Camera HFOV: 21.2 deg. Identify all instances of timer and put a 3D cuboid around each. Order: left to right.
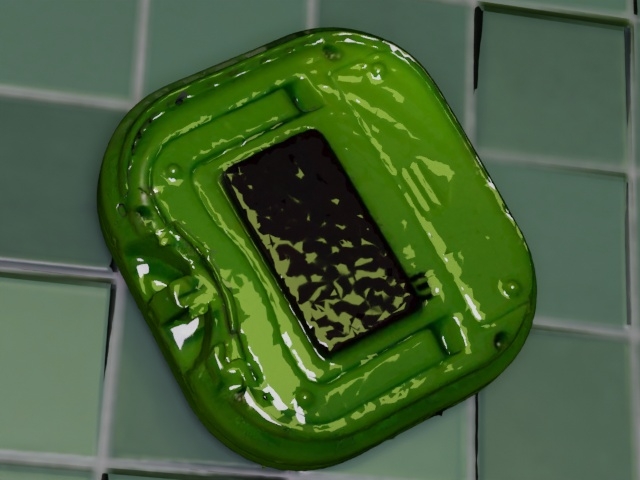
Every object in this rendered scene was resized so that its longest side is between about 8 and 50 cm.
[{"bbox_3d":[0.000,0.000,0.571,0.128,0.047,0.140,-25,79,-20],"label":"timer"}]
